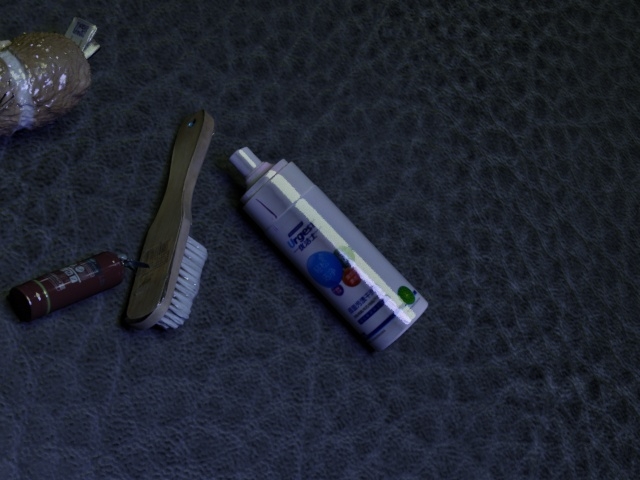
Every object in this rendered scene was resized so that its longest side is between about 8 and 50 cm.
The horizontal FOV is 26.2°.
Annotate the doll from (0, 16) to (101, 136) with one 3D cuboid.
[{"bbox_3d":[-0.332,-0.187,1.596,0.115,0.105,0.221,16,29,29],"label":"doll"}]

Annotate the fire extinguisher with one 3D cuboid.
[{"bbox_3d":[-0.270,0.045,1.529,0.064,0.043,0.158,22,32,38],"label":"fire extinguisher"}]

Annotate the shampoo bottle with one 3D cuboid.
[{"bbox_3d":[0.000,0.000,1.707,0.303,0.092,0.092,47,47,-1],"label":"shampoo bottle"}]

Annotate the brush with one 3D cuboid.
[{"bbox_3d":[-0.162,-0.022,1.637,0.065,0.070,0.327,39,43,-33],"label":"brush"}]
